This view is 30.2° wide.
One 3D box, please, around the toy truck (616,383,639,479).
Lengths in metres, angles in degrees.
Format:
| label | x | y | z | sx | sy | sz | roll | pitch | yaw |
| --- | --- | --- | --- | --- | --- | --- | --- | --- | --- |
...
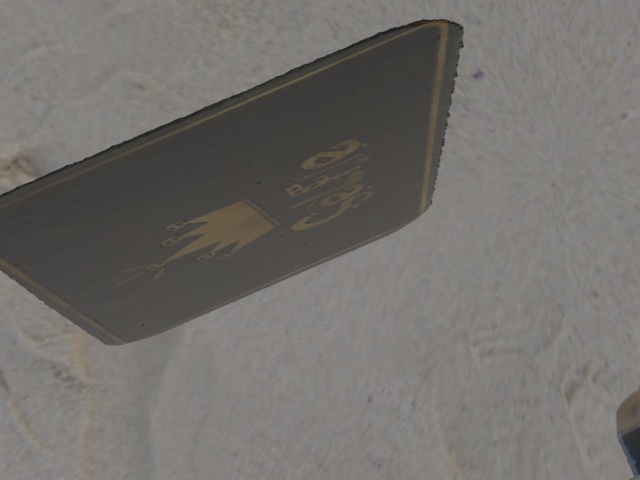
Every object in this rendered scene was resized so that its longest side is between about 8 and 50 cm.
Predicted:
| label | x | y | z | sx | sy | sz | roll | pitch | yaw |
| --- | --- | --- | --- | --- | --- | --- | --- | --- | --- |
| toy truck | 0.216 | 0.147 | 0.654 | 0.140 | 0.256 | 0.108 | -22 | 98 | 17 |

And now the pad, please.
| label | x | y | z | sx | sy | sz | roll | pitch | yaw |
| --- | --- | --- | --- | --- | --- | --- | --- | --- | --- |
| pad | 0.001 | -0.001 | 0.667 | 0.315 | 0.375 | 0.063 | -25 | 77 | -3 |
